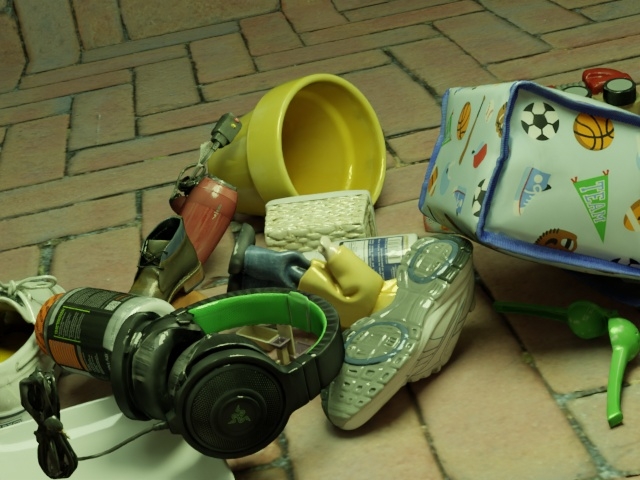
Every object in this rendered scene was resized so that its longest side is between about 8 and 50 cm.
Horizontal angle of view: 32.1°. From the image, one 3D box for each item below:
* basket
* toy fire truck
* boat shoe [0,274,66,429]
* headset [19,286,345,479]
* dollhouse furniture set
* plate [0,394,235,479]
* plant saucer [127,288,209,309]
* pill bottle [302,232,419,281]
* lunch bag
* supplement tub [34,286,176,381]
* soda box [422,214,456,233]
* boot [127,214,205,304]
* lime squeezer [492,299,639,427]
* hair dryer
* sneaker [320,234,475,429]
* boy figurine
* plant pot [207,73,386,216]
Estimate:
[{"bbox_3d":[0.000,0.000,1.697,0.167,0.113,0.103,-6,28,9],"label":"basket"},{"bbox_3d":[0.452,-0.247,2.053,0.217,0.158,0.246,-11,34,0],"label":"toy fire truck"},{"bbox_3d":[-0.433,0.113,1.559,0.136,0.156,0.367,-9,25,3],"label":"boat shoe"},{"bbox_3d":[-0.151,0.137,1.252,0.243,0.185,0.394,14,35,43],"label":"headset"},{"bbox_3d":[-0.083,0.120,1.497,0.114,0.081,0.091,11,32,39],"label":"dollhouse furniture set"},{"bbox_3d":[-0.255,0.269,1.282,0.278,0.045,0.277,-16,24,-13],"label":"plate"},{"bbox_3d":[-0.250,0.116,1.627,0.200,0.037,0.200,-8,24,4],"label":"plant saucer"},{"bbox_3d":[0.061,0.043,1.595,0.169,0.094,0.094,-5,25,11],"label":"pill bottle"},{"bbox_3d":[0.357,-0.058,1.455,0.386,0.238,0.328,12,7,-11],"label":"lunch bag"},{"bbox_3d":[-0.277,0.122,1.439,0.190,0.117,0.117,7,29,41],"label":"supplement tub"},{"bbox_3d":[0.231,-0.075,1.834,0.063,0.058,0.183,4,28,30],"label":"soda box"},{"bbox_3d":[-0.251,0.050,1.596,0.082,0.106,0.219,3,27,27],"label":"boot"},{"bbox_3d":[0.328,0.125,1.380,0.110,0.059,0.310,-42,28,2],"label":"lime squeezer"},{"bbox_3d":[-0.196,-0.043,1.795,0.080,0.223,0.293,25,53,-15],"label":"hair dryer"},{"bbox_3d":[0.114,0.128,1.378,0.111,0.129,0.297,17,54,42],"label":"sneaker"},{"bbox_3d":[0.018,0.058,1.496,0.285,0.177,0.092,12,51,5],"label":"boy figurine"},{"bbox_3d":[-0.057,-0.139,1.890,0.239,0.254,0.254,-6,20,46],"label":"plant pot"}]
